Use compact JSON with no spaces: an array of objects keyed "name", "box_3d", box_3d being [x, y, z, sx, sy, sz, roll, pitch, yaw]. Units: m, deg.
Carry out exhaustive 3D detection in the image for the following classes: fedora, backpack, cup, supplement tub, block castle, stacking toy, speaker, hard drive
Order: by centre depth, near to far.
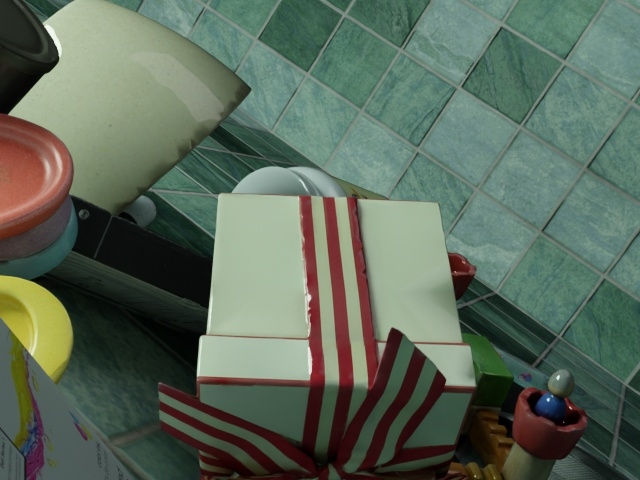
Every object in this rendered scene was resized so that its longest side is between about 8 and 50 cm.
[{"name":"stacking toy","box_3d":[-0.348,0.037,0.752,0.280,0.130,0.308,3,51,-12]},{"name":"hard drive","box_3d":[-0.201,0.047,1.041,0.339,0.064,0.237,26,-17,-28]},{"name":"block castle","box_3d":[0.122,0.138,1.179,0.303,0.212,0.453,10,24,-17]},{"name":"cup","box_3d":[-0.293,-0.187,1.191,0.237,0.331,0.331,49,9,-13]},{"name":"fedora","box_3d":[0.321,0.350,1.216,0.244,0.124,0.275,37,-8,-15]},{"name":"speaker","box_3d":[-0.297,-0.033,1.373,0.055,0.055,0.136,32,12,-6]},{"name":"backpack","box_3d":[0.282,0.255,1.453,0.166,0.144,0.188,27,-20,-10]},{"name":"supplement tub","box_3d":[0.000,0.000,1.572,0.235,0.235,0.325,41,15,33]}]

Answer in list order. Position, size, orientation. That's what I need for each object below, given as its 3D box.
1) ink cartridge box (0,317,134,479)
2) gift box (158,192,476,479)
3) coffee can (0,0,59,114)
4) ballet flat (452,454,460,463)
[{"name":"ink cartridge box","box_3d":[-0.210,0.143,0.484,0.278,0.117,0.201,60,0,-25]},{"name":"gift box","box_3d":[-0.005,0.109,0.806,0.255,0.276,0.258,-1,47,-1]},{"name":"coffee can","box_3d":[-0.431,-0.152,0.880,0.201,0.275,0.201,44,13,-13]},{"name":"ballet flat","box_3d":[0.131,0.280,1.261,0.084,0.058,0.250,42,7,-49]}]
